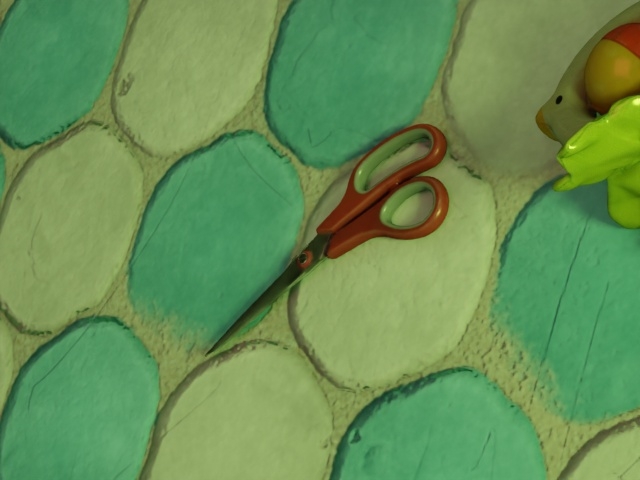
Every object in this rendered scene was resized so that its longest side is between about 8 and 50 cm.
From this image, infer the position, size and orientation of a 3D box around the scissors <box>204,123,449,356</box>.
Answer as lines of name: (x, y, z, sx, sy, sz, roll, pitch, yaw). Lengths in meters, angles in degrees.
scissors: (0.000, 0.000, 1.662, 0.297, 0.021, 0.109, -32, 55, 28)

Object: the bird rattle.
bird rattle: (0.260, -0.134, 1.426, 0.254, 0.143, 0.207, -58, 29, -1)
